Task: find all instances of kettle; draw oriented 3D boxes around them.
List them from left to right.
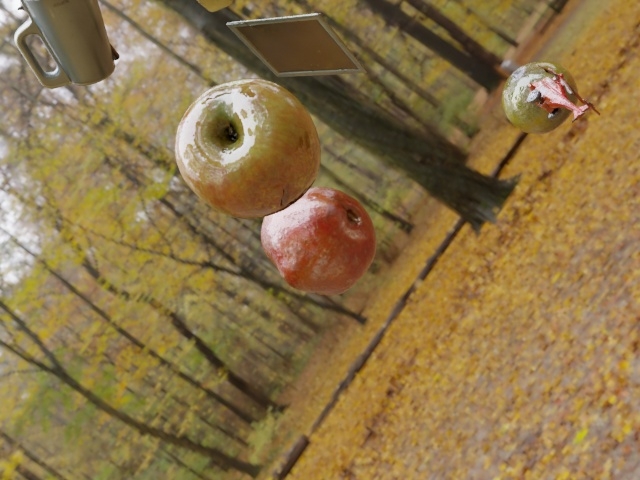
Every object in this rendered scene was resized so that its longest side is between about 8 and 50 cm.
[{"bbox_3d":[-0.592,-0.473,1.950,0.210,0.160,0.243,-24,-48,-11],"label":"kettle"}]

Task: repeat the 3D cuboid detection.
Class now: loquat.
[{"bbox_3d":[0.448,-0.296,1.747,0.152,0.152,0.195,-55,7,15],"label":"loquat"}]

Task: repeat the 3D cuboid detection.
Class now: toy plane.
[{"bbox_3d":[0.426,-0.244,1.494,0.126,0.194,0.077,23,-69,-42],"label":"toy plane"}]

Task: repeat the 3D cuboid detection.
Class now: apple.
[{"bbox_3d":[-0.126,-0.162,1.559,0.264,0.264,0.264,-54,-2,-3],"label":"apple"}]

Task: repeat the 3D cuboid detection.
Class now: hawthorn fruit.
[{"bbox_3d":[0.000,0.000,2.112,0.284,0.284,0.284,-54,-2,-3],"label":"hawthorn fruit"}]

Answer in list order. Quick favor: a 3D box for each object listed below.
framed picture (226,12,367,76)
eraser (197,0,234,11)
[{"bbox_3d":[-0.056,-0.478,2.086,0.232,0.296,0.019,40,-116,-48],"label":"framed picture"},{"bbox_3d":[-0.215,-0.511,1.525,0.058,0.172,0.117,-21,-22,20],"label":"eraser"}]
